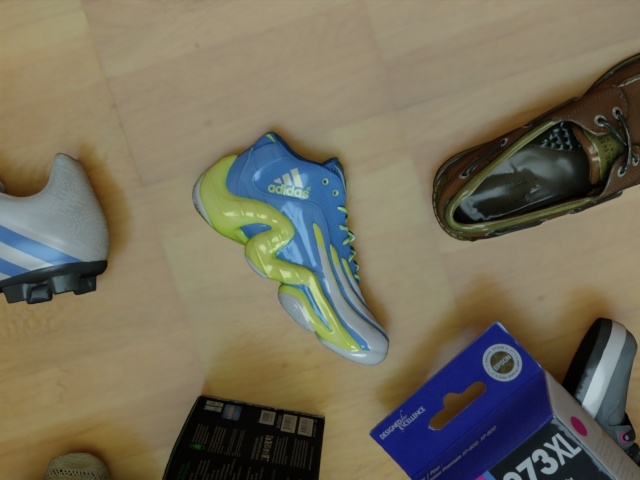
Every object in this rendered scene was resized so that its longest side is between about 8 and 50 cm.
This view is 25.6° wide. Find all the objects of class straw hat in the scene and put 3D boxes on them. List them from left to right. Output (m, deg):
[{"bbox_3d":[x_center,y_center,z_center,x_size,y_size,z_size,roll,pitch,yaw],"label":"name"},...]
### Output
[{"bbox_3d":[-0.234,0.238,1.352,0.144,0.144,0.061,1,62,3],"label":"straw hat"}]

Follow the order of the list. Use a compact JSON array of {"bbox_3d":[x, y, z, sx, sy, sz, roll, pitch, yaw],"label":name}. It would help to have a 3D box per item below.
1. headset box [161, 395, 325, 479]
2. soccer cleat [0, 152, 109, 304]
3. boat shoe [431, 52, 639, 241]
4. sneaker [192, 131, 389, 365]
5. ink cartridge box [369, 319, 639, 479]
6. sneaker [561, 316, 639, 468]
[{"bbox_3d":[-0.084,0.317,1.271,0.131,0.246,0.283,10,102,1],"label":"headset box"},{"bbox_3d":[-0.359,0.004,1.306,0.331,0.116,0.143,-11,84,3],"label":"soccer cleat"},{"bbox_3d":[0.245,-0.079,1.246,0.307,0.104,0.110,-29,98,8],"label":"boat shoe"},{"bbox_3d":[0.000,0.000,1.283,0.240,0.091,0.126,45,99,-4],"label":"sneaker"},{"bbox_3d":[0.218,0.263,1.235,0.371,0.069,0.176,47,115,4],"label":"ink cartridge box"},{"bbox_3d":[0.292,0.226,1.290,0.178,0.124,0.295,14,109,6],"label":"sneaker"}]
